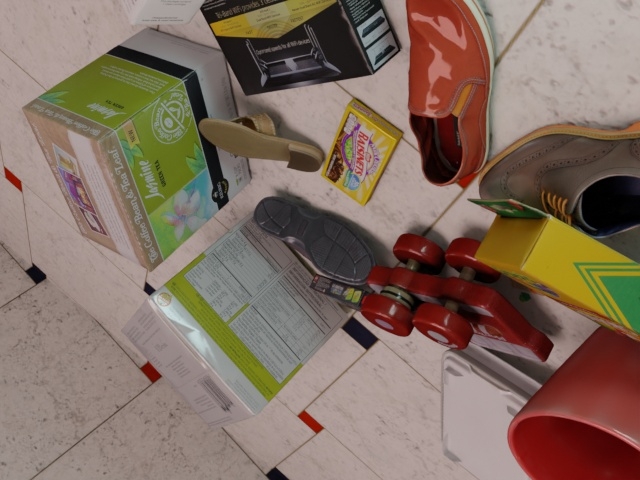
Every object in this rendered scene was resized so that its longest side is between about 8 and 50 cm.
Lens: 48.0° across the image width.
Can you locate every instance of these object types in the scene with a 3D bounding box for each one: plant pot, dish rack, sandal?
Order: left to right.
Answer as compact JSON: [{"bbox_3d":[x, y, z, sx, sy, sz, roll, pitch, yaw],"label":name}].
[{"bbox_3d":[-0.105,-0.203,1.367,0.240,0.079,0.088,18,149,-1],"label":"sandal"},{"bbox_3d":[0.339,0.381,1.441,0.285,0.072,0.332,32,137,46],"label":"dish rack"},{"bbox_3d":[0.465,0.271,1.108,0.275,0.243,0.275,29,146,22],"label":"plant pot"}]

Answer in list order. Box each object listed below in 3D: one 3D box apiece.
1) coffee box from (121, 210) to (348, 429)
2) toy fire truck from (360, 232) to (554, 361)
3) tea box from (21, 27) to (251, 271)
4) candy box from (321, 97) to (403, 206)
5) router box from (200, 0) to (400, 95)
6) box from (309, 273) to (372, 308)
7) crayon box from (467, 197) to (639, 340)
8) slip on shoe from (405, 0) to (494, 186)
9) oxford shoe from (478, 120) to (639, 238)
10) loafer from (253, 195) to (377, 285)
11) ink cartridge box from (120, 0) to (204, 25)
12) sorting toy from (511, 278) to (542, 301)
[{"bbox_3d":[-0.208,0.195,1.694,0.338,0.334,0.338,48,149,-3],"label":"coffee box"},{"bbox_3d":[0.236,0.126,1.293,0.302,0.169,0.254,7,151,50],"label":"toy fire truck"},{"bbox_3d":[-0.339,-0.181,1.413,0.220,0.323,0.329,24,144,29],"label":"tea box"},{"bbox_3d":[0.068,-0.150,1.270,0.105,0.027,0.206,35,148,8],"label":"candy box"},{"bbox_3d":[-0.055,-0.361,1.108,0.309,0.081,0.243,4,131,46],"label":"router box"},{"bbox_3d":[0.073,0.122,1.486,0.114,0.036,0.207,29,173,-27],"label":"box"},{"bbox_3d":[0.345,0.046,0.974,0.319,0.081,0.202,28,-179,-4],"label":"crayon box"},{"bbox_3d":[0.172,-0.215,1.006,0.123,0.101,0.331,21,140,36],"label":"slip on shoe"},{"bbox_3d":[0.335,-0.073,0.952,0.130,0.133,0.364,54,151,-17],"label":"oxford shoe"},{"bbox_3d":[0.000,0.000,1.479,0.303,0.109,0.095,31,180,25],"label":"loafer"},{"bbox_3d":[-0.209,-0.470,1.023,0.273,0.115,0.198,-35,76,48],"label":"ink cartridge box"},{"bbox_3d":[0.355,0.078,1.226,0.062,0.012,0.083,14,137,39],"label":"sorting toy"}]
